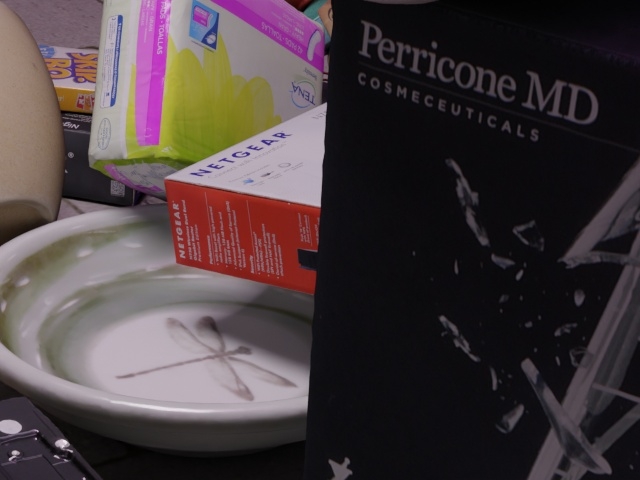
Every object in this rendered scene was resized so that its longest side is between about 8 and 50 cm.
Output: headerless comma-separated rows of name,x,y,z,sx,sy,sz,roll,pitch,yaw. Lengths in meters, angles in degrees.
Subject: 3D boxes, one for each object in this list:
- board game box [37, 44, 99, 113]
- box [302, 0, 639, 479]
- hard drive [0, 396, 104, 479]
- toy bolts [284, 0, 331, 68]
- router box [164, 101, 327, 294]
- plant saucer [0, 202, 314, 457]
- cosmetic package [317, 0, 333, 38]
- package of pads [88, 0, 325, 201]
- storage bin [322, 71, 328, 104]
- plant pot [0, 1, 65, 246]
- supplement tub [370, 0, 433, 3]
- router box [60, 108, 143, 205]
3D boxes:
board game box,-0.298,-0.178,1.842,0.259,0.039,0.124,8,26,1
box,0.260,0.084,1.041,0.480,0.472,0.297,20,29,32
hard drive,-0.216,0.231,1.086,0.237,0.064,0.339,-10,33,-38
toy bolts,-0.036,-0.200,1.882,0.228,0.158,0.218,-33,-7,17
router box,0.089,-0.048,1.447,0.301,0.082,0.335,11,27,37
plant saucer,-0.097,0.087,1.412,0.400,0.100,0.400,4,23,-1
cosmetic package,0.143,-0.152,1.741,0.153,0.129,0.296,-17,76,-43
package of pads,-0.099,-0.138,1.630,0.101,0.229,0.296,-3,-13,29
storage bin,0.016,-0.142,1.951,0.091,0.098,0.135,9,23,-16
plant pot,-0.344,-0.058,1.537,0.284,0.284,0.191,-16,57,-37
supplement tub,0.131,-0.269,0.947,0.325,0.235,0.235,-18,33,-39
router box,-0.312,-0.140,1.891,0.309,0.081,0.243,10,25,11
